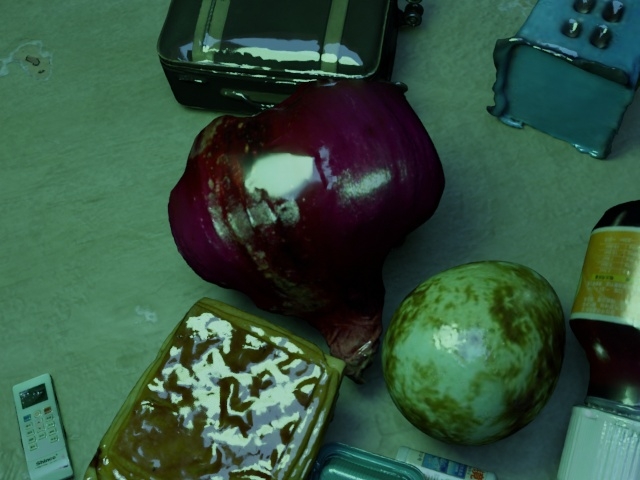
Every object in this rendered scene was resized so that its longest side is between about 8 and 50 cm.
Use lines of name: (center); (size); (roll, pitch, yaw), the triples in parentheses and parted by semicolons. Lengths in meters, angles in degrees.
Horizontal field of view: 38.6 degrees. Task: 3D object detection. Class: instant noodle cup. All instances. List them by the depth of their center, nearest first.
instant noodle cup: (0.046, 0.376, 1.230); (0.157, 0.070, 0.179); (15, 89, 13)

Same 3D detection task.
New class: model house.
model house: (0.432, -0.323, 1.454); (0.215, 0.237, 0.303); (27, 70, 17)

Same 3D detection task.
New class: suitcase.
suitcase: (-0.056, -0.344, 1.537); (0.433, 0.194, 0.283); (7, 66, 10)

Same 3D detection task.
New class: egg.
egg: (0.217, 0.147, 1.261); (0.238, 0.238, 0.289); (38, 51, 20)

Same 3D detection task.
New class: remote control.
remote control: (-0.415, 0.284, 1.366); (0.065, 0.029, 0.166); (-21, 60, -3)

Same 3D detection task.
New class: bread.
bread: (-0.132, 0.269, 1.271); (0.277, 0.167, 0.324); (24, 78, 15)

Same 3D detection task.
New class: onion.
onion: (0.000, 0.000, 1.295); (0.398, 0.398, 0.420); (-16, 81, -2)

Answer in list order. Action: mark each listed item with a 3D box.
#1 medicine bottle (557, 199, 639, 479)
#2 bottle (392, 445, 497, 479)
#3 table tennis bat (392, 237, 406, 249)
medicine bottle: (0.438, 0.160, 1.210); (0.242, 0.242, 0.395); (16, 78, 12)
bottle: (0.206, 0.343, 1.265); (0.217, 0.060, 0.060); (16, 68, 12)
table tennis bat: (0.096, -0.004, 1.464); (0.083, 0.007, 0.050); (-10, 64, -2)
